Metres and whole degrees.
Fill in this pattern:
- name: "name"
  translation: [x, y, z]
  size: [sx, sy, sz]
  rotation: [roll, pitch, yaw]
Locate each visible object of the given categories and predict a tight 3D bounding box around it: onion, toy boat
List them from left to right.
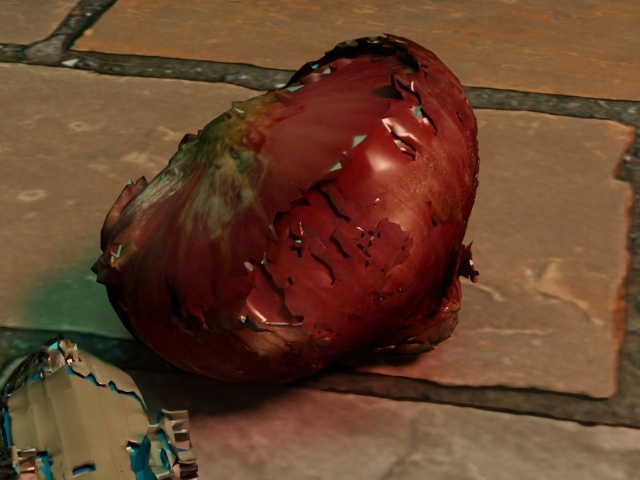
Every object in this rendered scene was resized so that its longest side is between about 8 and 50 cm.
- name: "toy boat"
  translation: [-0.093, 0.079, 0.574]
  size: [0.084, 0.066, 0.210]
  rotation: [-9, 20, -13]
- name: "onion"
  translation: [0.000, 0.000, 0.654]
  size: [0.184, 0.147, 0.184]
  rotation: [-40, 14, 12]
